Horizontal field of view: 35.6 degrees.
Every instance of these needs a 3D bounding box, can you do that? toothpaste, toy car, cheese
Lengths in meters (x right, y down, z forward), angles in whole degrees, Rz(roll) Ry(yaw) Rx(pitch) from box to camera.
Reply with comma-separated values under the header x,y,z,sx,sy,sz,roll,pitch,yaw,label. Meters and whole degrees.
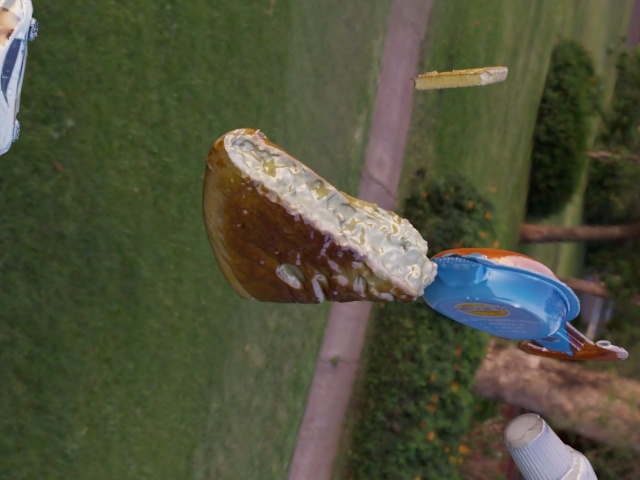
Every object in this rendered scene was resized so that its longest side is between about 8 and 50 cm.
x,y,z,sx,sy,sz,roll,pitch,yaw,label
0.255,0.267,0.954,0.282,0.068,0.099,52,24,-28,toothpaste
-0.366,-0.189,1.078,0.056,0.095,0.204,154,-55,-81,toy car
0.142,0.051,0.693,0.256,0.106,0.037,32,64,-52,cheese

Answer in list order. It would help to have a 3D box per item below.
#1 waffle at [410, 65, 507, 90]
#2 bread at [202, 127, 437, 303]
x,y,z,sx,sy,sz,roll,pitch,yaw,label
0.166,-0.192,1.176,0.135,0.092,0.021,-28,115,-67,waffle
-0.021,0.002,0.626,0.136,0.154,0.054,-40,-160,51,bread
